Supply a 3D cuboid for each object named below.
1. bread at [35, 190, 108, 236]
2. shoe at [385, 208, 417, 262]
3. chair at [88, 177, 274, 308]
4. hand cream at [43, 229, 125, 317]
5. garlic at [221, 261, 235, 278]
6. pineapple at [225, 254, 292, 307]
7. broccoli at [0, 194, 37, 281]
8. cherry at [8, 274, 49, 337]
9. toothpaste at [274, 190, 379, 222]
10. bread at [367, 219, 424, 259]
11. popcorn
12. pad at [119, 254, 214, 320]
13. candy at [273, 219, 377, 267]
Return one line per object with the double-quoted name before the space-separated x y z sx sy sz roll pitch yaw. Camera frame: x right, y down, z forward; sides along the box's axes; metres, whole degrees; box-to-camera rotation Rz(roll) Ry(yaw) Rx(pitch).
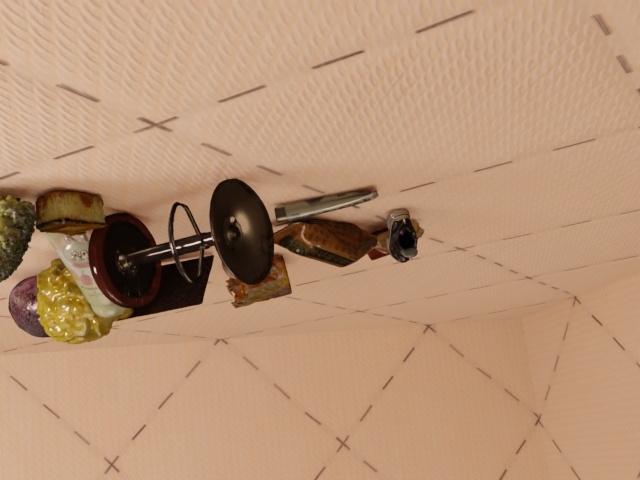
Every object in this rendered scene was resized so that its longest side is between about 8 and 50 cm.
"bread" -0.516 -0.053 1.793 0.128 0.069 0.140 -16 166 37
"shoe" 0.209 0.009 2.183 0.071 0.099 0.169 -15 134 -7
"chair" -0.320 0.021 1.863 0.401 0.227 0.226 -14 164 29
"hand cream" -0.524 0.054 2.024 0.147 0.093 0.306 -9 133 5
"garlic" -0.190 0.008 2.104 0.099 0.124 0.174 12 136 -9
"pineapple" -0.163 0.115 2.539 0.236 0.115 0.186 -21 160 37
"broccoli" -0.691 -0.010 1.688 0.243 0.247 0.263 35 103 -23
"cherry" -0.750 0.175 2.381 0.195 0.195 0.195 -6 166 -2
"toothpaste" 0.014 -0.081 1.988 0.239 0.039 0.062 -11 169 11
"bread" 0.166 0.007 2.302 0.119 0.067 0.192 -27 -176 -42
"popcorn" -0.598 0.136 2.221 0.259 0.259 0.212 -12 129 22
"pad" -0.450 0.134 2.338 0.330 0.220 0.004 -12 123 12
"candy" 0.000 0.000 2.188 0.271 0.101 0.143 13 149 -39
